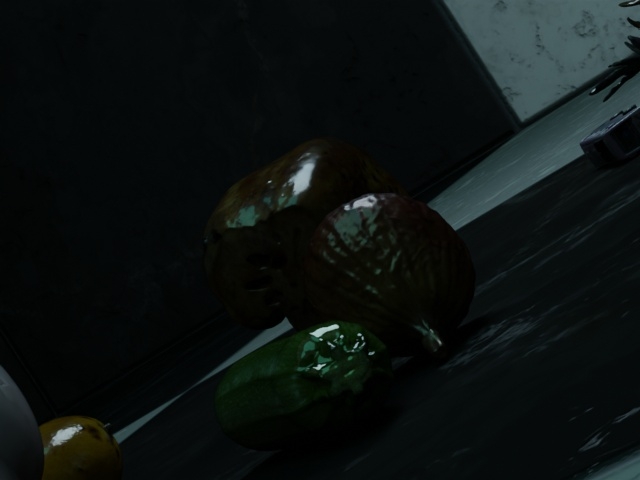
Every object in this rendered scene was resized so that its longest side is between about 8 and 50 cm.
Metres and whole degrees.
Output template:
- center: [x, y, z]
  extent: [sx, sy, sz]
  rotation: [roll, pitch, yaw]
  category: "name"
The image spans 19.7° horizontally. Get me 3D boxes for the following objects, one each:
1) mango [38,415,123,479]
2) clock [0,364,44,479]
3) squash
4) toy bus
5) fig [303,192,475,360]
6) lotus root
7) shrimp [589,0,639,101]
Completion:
- center: [-0.230, 0.211, 1.483]
  extent: [0.178, 0.090, 0.115]
  rotation: [-39, -7, -36]
  category: "mango"
- center: [-0.311, 0.188, 0.984]
  extent: [0.368, 0.250, 0.376]
  rotation: [-33, -5, -12]
  category: "clock"
- center: [-0.010, 0.092, 1.153]
  extent: [0.077, 0.068, 0.219]
  rotation: [-17, -5, -20]
  category: "squash"
- center: [0.274, -0.095, 1.707]
  extent: [0.052, 0.037, 0.131]
  rotation: [-35, 1, -3]
  category: "toy bus"
- center: [0.052, 0.022, 1.221]
  extent: [0.119, 0.119, 0.153]
  rotation: [-33, 3, -11]
  category: "fig"
- center: [-0.005, 0.008, 1.633]
  extent: [0.193, 0.193, 0.291]
  rotation: [-32, 2, 16]
  category: "lotus root"
- center: [0.407, -0.230, 1.897]
  extent: [0.372, 0.137, 0.172]
  rotation: [-26, -36, -14]
  category: "shrimp"
